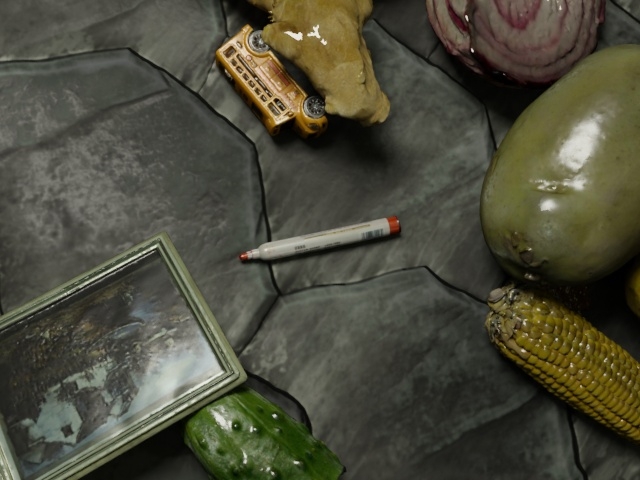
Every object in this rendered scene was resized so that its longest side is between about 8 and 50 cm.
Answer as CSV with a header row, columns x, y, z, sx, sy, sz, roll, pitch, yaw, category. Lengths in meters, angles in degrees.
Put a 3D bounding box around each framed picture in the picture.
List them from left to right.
x,y,z,sx,sy,sz,roll,pitch,yaw,category
-0.265,0.139,0.802,0.296,0.019,0.232,-30,65,-12,framed picture

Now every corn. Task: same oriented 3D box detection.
x,y,z,sx,sy,sz,roll,pitch,yaw,category
0.346,0.168,0.912,0.317,0.115,0.115,36,79,-4,corn

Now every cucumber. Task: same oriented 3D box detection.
x,y,z,sx,sy,sz,roll,pitch,yaw,category
-0.095,0.235,0.820,0.134,0.134,0.244,-41,88,-11,cucumber

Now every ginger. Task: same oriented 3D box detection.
x,y,z,sx,sy,sz,roll,pitch,yaw,category
-0.043,-0.328,0.850,0.362,0.122,0.348,12,62,-12,ginger

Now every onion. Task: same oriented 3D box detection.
x,y,z,sx,sy,sz,roll,pitch,yaw,category
0.260,-0.338,0.943,0.280,0.146,0.315,5,83,-34,onion

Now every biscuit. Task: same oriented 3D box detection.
x,y,z,sx,sy,sz,roll,pitch,yaw,category
0.335,0.074,0.964,0.092,0.016,0.082,21,86,-6,biscuit

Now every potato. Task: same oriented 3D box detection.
x,y,z,sx,sy,sz,roll,pitch,yaw,category
0.335,-0.087,0.868,0.221,0.243,0.326,36,91,5,potato

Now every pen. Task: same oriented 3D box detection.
x,y,z,sx,sy,sz,roll,pitch,yaw,category
0.000,0.000,0.908,0.218,0.026,0.026,-12,86,-11,pen

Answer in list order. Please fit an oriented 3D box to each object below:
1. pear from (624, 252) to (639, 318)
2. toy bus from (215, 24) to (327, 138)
x,y,z,sx,sy,sz,roll,pitch,yaw,category
0.563,0.025,0.880,0.336,0.285,0.285,-41,92,-4,pear
-0.062,-0.192,0.895,0.074,0.069,0.162,-40,90,-11,toy bus
